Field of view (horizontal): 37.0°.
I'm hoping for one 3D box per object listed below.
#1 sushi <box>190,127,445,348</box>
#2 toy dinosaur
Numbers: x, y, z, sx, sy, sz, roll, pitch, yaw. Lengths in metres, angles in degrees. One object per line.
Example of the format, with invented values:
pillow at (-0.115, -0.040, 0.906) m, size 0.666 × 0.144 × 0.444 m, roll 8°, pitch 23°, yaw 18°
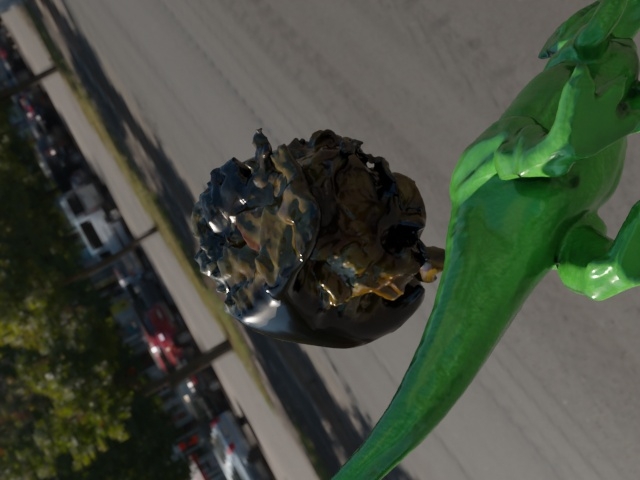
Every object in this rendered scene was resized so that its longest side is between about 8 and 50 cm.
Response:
sushi at (0.004, -0.003, 0.970) m, size 0.200 × 0.204 × 0.213 m, roll -40°, pitch 63°, yaw 45°
toy dinosaur at (0.119, -0.021, 0.779) m, size 0.144 × 0.500 × 0.374 m, roll 42°, pitch -167°, yaw -13°
